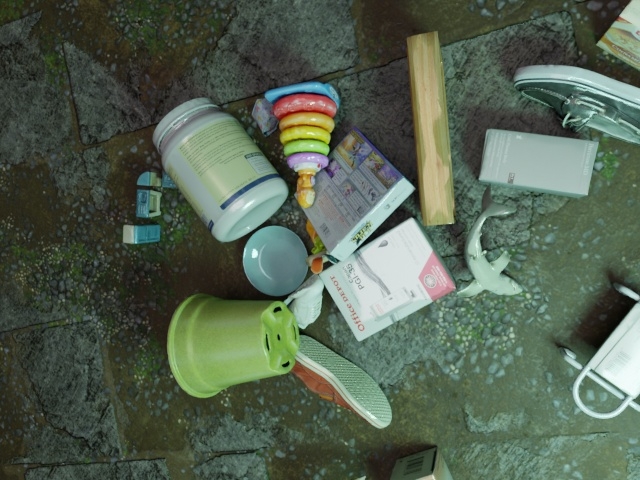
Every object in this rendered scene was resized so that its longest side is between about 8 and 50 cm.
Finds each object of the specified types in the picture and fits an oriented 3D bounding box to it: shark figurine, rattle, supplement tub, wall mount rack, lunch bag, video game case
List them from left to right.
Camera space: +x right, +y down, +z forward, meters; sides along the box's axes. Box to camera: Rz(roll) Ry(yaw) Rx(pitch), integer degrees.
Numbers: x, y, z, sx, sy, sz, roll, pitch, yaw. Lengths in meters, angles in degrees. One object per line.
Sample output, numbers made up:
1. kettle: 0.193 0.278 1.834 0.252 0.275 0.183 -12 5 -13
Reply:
1. supplement tub: -0.265 -0.186 1.311 0.235 0.235 0.325 -40 83 15
2. lunch bag: -0.150 -0.336 1.357 0.071 0.053 0.083 59 145 16
3. rattle: 0.000 0.000 1.263 0.130 0.199 0.143 -4 94 20
4. video game case: 0.073 -0.120 1.230 0.244 0.061 0.270 -47 41 15
5. shark figurine: 0.379 0.020 1.197 0.166 0.116 0.279 -18 114 2
6. wall mount rack: 0.737 0.266 1.112 0.304 0.130 0.350 37 103 15

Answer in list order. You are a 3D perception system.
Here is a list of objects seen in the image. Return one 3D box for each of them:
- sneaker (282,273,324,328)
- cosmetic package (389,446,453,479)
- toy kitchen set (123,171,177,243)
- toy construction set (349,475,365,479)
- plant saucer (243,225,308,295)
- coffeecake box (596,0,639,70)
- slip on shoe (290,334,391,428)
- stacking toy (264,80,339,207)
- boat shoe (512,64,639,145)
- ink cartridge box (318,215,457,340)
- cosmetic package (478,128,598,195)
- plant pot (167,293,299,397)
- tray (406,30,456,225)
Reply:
1. sneaker: -0.032 0.162 1.300 0.090 0.235 0.095 -38 84 -30
2. cosmetic package: 0.298 0.705 1.252 0.129 0.153 0.297 -25 88 17
3. toy kitchen set: -0.459 -0.092 1.433 0.165 0.122 0.207 5 95 16
4. toy construction set: 0.117 0.751 1.296 0.237 0.257 0.309 -15 110 -26
5. plant saucer: -0.121 0.056 1.389 0.194 0.037 0.195 1 93 16
6. coffeecake box: 0.683 -0.430 1.042 0.142 0.185 0.068 38 103 11
7. slip on shoe: 0.045 0.386 1.330 0.331 0.123 0.101 33 119 14
8. stacking toy: -0.037 -0.231 1.249 0.165 0.175 0.302 -4 82 19
9. boat shoe: 0.591 -0.300 1.111 0.334 0.121 0.119 19 95 12
10. ink cartridge box: 0.170 0.098 1.264 0.282 0.117 0.207 -33 85 16
11. cosmetic package: 0.499 -0.179 1.158 0.237 0.107 0.127 9 94 19
12. plant pot: -0.203 0.257 1.284 0.253 0.276 0.277 -11 91 25
13. tray: 0.263 -0.244 1.169 0.076 0.203 0.412 -6 92 17
